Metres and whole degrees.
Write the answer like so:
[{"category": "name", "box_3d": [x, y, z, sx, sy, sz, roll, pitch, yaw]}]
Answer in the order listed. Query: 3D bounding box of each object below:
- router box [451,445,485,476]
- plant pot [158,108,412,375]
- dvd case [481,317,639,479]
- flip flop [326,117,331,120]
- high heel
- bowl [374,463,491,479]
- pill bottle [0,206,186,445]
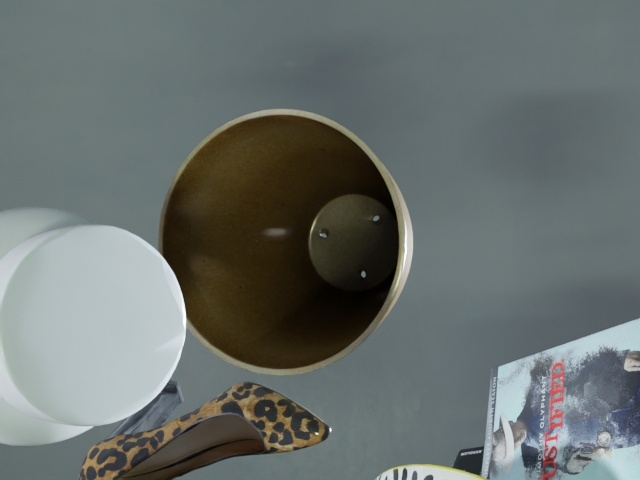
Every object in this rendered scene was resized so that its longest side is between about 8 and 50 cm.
[{"category": "router box", "box_3d": [0.342, 0.349, 0.935, 0.309, 0.243, 0.081, -22, -161, 40]}, {"category": "plant pot", "box_3d": [0.000, 0.000, 0.800, 0.237, 0.237, 0.254, -7, 178, 19]}, {"category": "dvd case", "box_3d": [0.123, 0.093, 0.385, 0.013, 0.087, 0.119, 22, 151, -17]}, {"category": "flip flop", "box_3d": [-0.056, -0.086, 1.139, 0.112, 0.080, 0.277, -9, 161, -36]}, {"category": "high heel", "box_3d": [-0.130, 0.242, 0.836, 0.261, 0.093, 0.186, 2, -145, 29]}, {"category": "bowl", "box_3d": [0.069, 0.195, 0.353, 0.170, 0.170, 0.080, -13, -158, 49]}, {"category": "pill bottle", "box_3d": [-0.233, 0.064, 0.581, 0.169, 0.169, 0.302, 2, 174, -41]}]
